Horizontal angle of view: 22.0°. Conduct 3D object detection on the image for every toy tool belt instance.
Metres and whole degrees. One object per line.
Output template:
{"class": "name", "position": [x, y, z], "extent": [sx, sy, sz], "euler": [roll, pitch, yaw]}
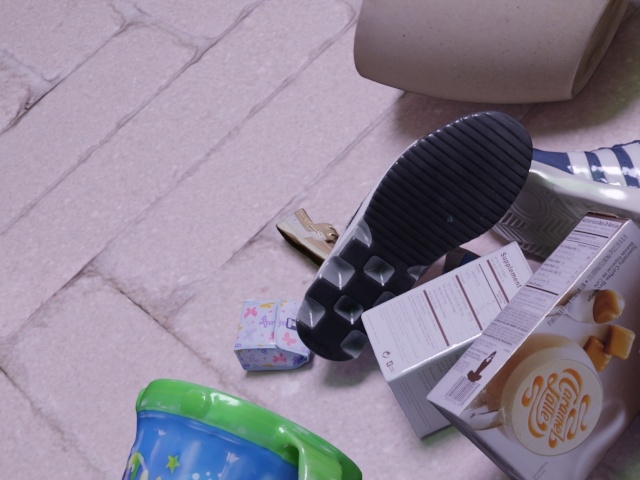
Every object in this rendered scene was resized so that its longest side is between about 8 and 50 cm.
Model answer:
{"class": "toy tool belt", "position": [0.163, 0.042, 1.779], "extent": [0.083, 0.052, 0.051], "euler": [30, 99, 45]}

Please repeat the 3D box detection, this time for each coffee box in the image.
{"class": "coffee box", "position": [0.241, 0.110, 1.563], "extent": [0.246, 0.141, 0.098], "euler": [-47, 15, -7]}

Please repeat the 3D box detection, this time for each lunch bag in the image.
{"class": "lunch bag", "position": [-0.048, 0.103, 1.823], "extent": [0.083, 0.053, 0.071], "euler": [0, 52, 15]}

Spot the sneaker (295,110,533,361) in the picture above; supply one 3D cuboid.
{"class": "sneaker", "position": [0.097, -0.027, 1.743], "extent": [0.330, 0.122, 0.146], "euler": [-46, 8, 24]}

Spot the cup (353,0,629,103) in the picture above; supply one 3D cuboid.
{"class": "cup", "position": [0.221, -0.288, 1.889], "extent": [0.237, 0.331, 0.331], "euler": [27, 64, 13]}

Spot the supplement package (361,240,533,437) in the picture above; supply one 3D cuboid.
{"class": "supplement package", "position": [0.150, 0.101, 1.683], "extent": [0.179, 0.105, 0.105], "euler": [-25, 42, 4]}

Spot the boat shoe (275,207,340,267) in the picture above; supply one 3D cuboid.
{"class": "boat shoe", "position": [0.000, 0.000, 1.893], "extent": [0.045, 0.050, 0.135], "euler": [-45, 46, -8]}

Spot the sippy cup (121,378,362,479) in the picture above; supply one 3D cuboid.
{"class": "sippy cup", "position": [-0.106, 0.282, 1.580], "extent": [0.240, 0.305, 0.224], "euler": [21, 71, 7]}

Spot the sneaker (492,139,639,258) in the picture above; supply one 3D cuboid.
{"class": "sneaker", "position": [0.319, -0.058, 1.739], "extent": [0.350, 0.131, 0.148], "euler": [15, 52, 30]}
